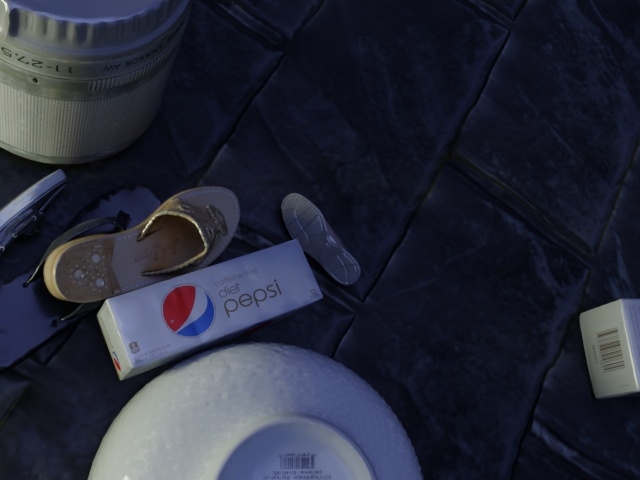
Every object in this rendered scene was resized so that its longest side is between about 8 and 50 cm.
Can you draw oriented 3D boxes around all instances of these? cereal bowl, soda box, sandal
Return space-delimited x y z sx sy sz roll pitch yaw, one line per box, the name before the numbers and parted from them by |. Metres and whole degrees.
cereal bowl | -0.045 0.254 0.723 0.339 0.141 0.339 6 70 -18
soda box | -0.112 0.068 0.794 0.216 0.069 0.074 -18 79 -30
sandal | -0.245 0.037 0.767 0.097 0.054 0.254 44 63 -2
sandal | -0.146 0.007 0.766 0.240 0.079 0.088 -24 109 -43

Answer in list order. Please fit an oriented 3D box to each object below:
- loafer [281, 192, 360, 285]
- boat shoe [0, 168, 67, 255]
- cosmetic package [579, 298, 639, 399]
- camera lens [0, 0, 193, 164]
loafer | 0.000 0.000 0.890 0.045 0.039 0.125 -39 85 6
boat shoe | -0.305 -0.016 0.772 0.142 0.049 0.040 -47 111 -26
cosmetic package | 0.457 0.137 0.988 0.231 0.085 0.117 3 71 -22
camera lens | -0.242 -0.214 0.733 0.219 0.274 0.219 7 69 -19
